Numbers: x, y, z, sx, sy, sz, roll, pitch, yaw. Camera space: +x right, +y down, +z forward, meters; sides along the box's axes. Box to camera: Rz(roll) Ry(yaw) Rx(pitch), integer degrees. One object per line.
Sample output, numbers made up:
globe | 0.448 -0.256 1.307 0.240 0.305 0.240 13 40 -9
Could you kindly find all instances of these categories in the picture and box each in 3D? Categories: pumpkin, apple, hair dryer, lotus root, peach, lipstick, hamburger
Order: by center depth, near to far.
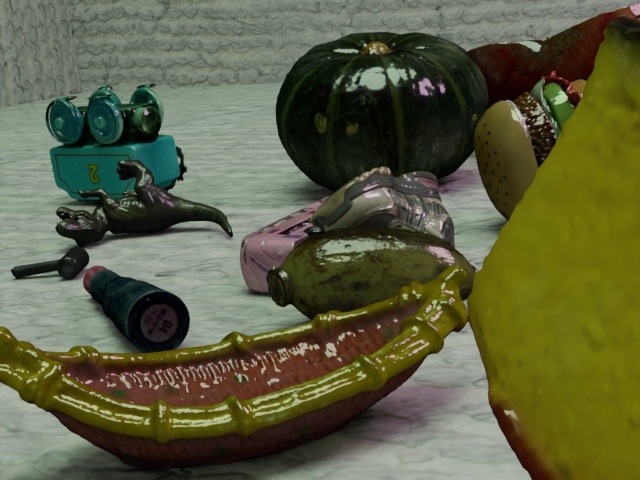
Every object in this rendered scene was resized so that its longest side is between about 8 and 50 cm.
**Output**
peach | 0.235 0.043 0.447 0.306 0.243 0.380 32 20 35
lotus root | 0.044 0.028 0.917 0.179 0.081 0.089 -4 12 -5
lipstick | -0.175 0.050 0.984 0.053 0.054 0.234 -11 12 -21
hair dryer | -0.297 0.028 1.181 0.083 0.026 0.047 -8 12 6
hamburger | 0.240 -0.091 1.186 0.136 0.175 0.175 -18 14 -1
pumpkin | 0.082 -0.173 1.510 0.300 0.207 0.300 -1 26 1
apple | 0.407 -0.285 1.689 0.328 0.295 0.365 27 21 16

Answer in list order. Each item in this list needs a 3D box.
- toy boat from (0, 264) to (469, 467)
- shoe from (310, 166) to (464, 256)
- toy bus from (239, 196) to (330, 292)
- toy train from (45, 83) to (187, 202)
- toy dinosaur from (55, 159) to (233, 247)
toy boat | -0.045 0.082 0.699 0.317 0.099 0.141 -7 16 -20
shoe | 0.067 -0.008 1.010 0.089 0.092 0.180 -40 -20 28
toy bus | 0.000 0.000 1.098 0.090 0.063 0.203 2 16 32
toy train | -0.302 -0.137 1.576 0.203 0.163 0.112 3 17 38
toy dinosaur | -0.218 -0.010 1.330 0.187 0.087 0.179 -26 57 -19
